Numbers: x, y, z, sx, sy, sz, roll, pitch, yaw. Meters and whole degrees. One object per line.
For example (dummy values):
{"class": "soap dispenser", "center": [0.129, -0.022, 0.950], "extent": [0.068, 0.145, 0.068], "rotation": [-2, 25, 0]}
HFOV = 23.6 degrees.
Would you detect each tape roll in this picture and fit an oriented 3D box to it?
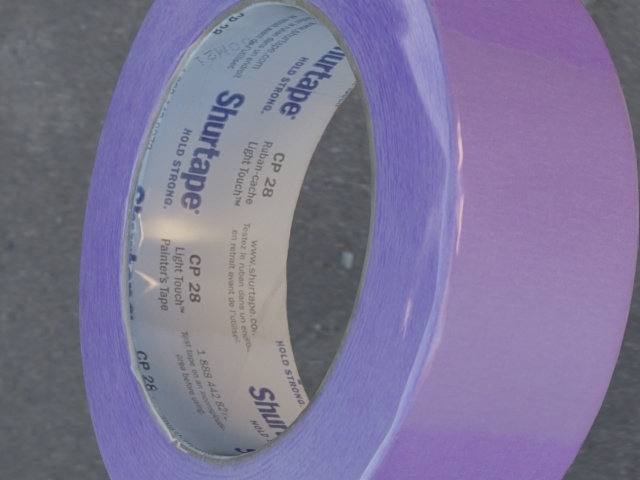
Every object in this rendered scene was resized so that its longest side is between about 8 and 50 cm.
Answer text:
{"class": "tape roll", "center": [0.000, 0.000, 0.627], "extent": [0.275, 0.090, 0.275], "rotation": [-18, 67, 52]}
